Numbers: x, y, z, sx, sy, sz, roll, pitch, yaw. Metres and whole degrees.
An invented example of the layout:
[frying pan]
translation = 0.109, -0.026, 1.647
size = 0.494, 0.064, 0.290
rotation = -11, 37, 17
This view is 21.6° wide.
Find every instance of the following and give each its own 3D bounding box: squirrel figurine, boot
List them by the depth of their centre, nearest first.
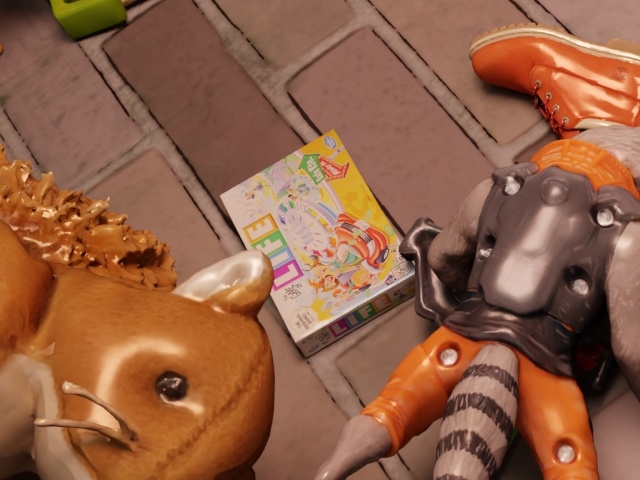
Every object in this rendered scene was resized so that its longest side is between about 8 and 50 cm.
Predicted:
[squirrel figurine]
translation = -0.205, 0.049, 1.090
size = 0.370, 0.281, 0.397
rotation = 4, 26, 5
[boot]
translation = 0.175, -0.110, 1.239
size = 0.158, 0.059, 0.085
rotation = 13, 70, 26

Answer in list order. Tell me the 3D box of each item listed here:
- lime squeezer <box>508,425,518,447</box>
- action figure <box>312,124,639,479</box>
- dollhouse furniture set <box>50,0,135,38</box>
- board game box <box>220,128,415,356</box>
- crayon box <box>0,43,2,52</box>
[lime squeezer]
translation = 0.026, 0.222, 1.107
size = 0.310, 0.059, 0.110
rotation = -32, 22, 1
[action figure]
translation = 0.173, 0.068, 1.051
size = 0.341, 0.178, 0.330
rotation = 12, 63, 22
[dollhouse furniture set]
translation = -0.225, -0.345, 1.384
size = 0.151, 0.301, 0.198
rotation = -26, 52, 8
[board game box]
translation = 0.000, 0.000, 1.256
size = 0.103, 0.026, 0.154
rotation = -31, 54, 2
[crayon box]
translation = -0.425, -0.132, 1.468
size = 0.203, 0.083, 0.323
rotation = 22, 71, 30
